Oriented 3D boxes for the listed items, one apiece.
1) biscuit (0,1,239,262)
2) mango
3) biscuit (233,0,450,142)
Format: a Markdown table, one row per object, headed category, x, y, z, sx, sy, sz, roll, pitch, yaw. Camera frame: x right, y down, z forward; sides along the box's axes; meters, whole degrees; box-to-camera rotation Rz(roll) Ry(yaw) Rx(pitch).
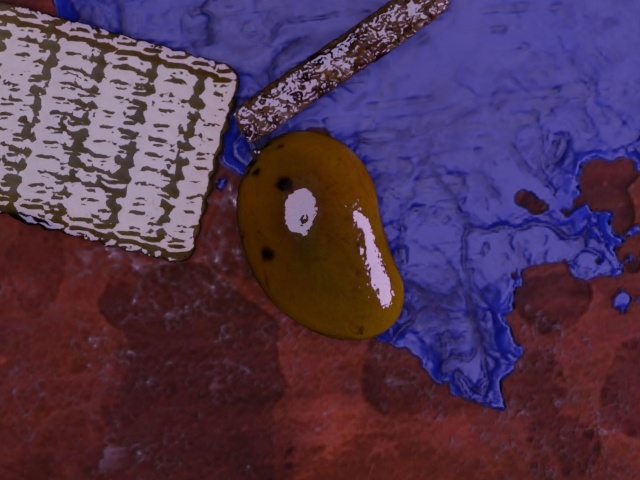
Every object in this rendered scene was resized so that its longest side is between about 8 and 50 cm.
| category | x | y | z | sx | sy | sz | roll | pitch | yaw |
| --- | --- | --- | --- | --- | --- | --- | --- | --- | --- |
| biscuit | -0.206 | -0.091 | 1.596 | 0.254 | 0.029 | 0.172 | 16 | 96 | 0 |
| mango | -0.004 | 0.000 | 1.571 | 0.115 | 0.090 | 0.178 | -18 | 102 | -4 |
| biscuit | 0.016 | -0.143 | 1.567 | 0.199 | 0.064 | 0.034 | -35 | 94 | 4 |
